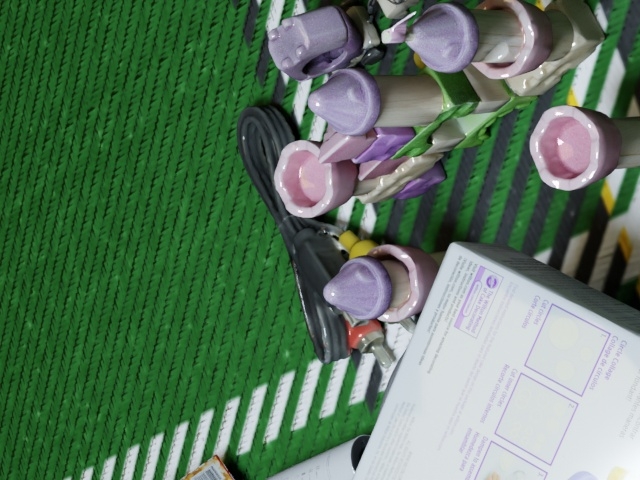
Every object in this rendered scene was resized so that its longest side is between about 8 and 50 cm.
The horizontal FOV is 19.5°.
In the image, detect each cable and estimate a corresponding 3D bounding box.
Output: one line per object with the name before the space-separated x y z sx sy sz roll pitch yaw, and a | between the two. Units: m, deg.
cable | 0.000 0.000 1.745 0.287 0.072 0.139 61 147 36

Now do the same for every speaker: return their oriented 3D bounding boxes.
speaker | 0.004 0.227 1.745 0.136 0.055 0.055 -30 74 40

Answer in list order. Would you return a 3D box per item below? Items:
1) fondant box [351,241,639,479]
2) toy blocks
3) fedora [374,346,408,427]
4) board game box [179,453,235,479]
fondant box | 0.203 0.175 1.372 0.330 0.096 0.238 29 103 30
toy blocks | 0.060 -0.119 1.516 0.288 0.260 0.309 -40 68 39
fedora | 0.166 0.181 1.539 0.243 0.124 0.275 29 106 36
board game box | -0.106 0.326 1.803 0.193 0.146 0.045 52 168 27
